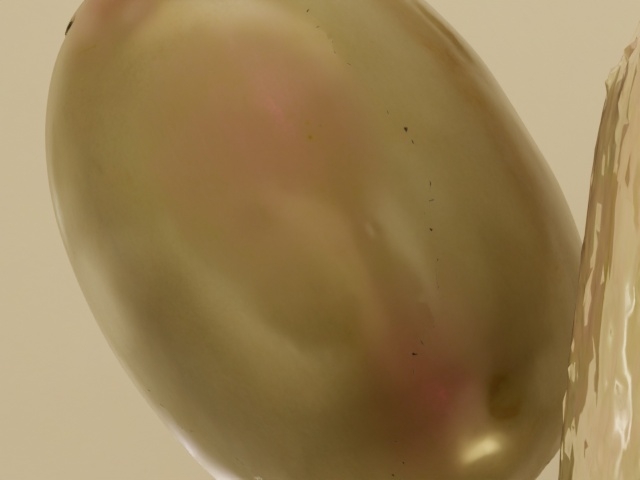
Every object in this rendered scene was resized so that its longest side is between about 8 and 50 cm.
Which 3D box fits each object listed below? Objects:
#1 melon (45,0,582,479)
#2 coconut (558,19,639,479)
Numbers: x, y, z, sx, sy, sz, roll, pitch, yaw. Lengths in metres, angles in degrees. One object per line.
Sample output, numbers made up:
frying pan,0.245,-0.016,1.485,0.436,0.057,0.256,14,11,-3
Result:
melon,0.000,0.000,0.892,0.223,0.223,0.317,-32,-92,12
coconut,0.149,0.004,0.349,0.224,0.224,0.234,15,-59,16
